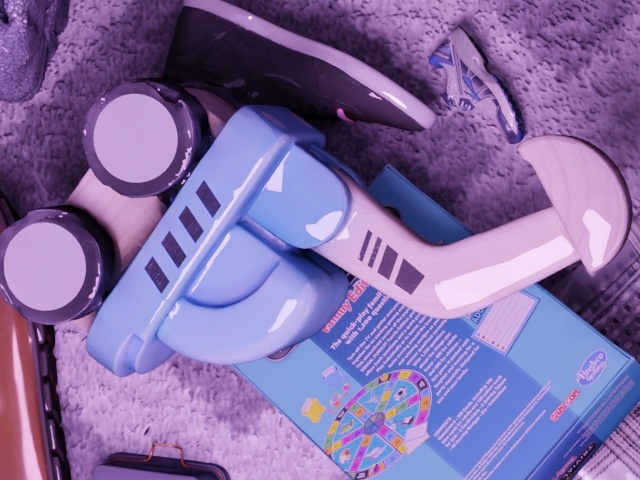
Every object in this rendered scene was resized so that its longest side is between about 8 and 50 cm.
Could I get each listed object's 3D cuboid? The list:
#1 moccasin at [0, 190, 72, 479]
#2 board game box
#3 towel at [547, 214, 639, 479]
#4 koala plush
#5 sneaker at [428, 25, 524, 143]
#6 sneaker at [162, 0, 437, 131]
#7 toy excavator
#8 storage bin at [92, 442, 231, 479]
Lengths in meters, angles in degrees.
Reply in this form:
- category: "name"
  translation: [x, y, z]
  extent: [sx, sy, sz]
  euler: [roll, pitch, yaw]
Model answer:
- category: "moccasin"
  translation: [-0.338, 0.127, 1.843]
  extent: [0.147, 0.139, 0.380]
  euler: [-8, 90, -1]
- category: "board game box"
  translation: [0.104, 0.122, 1.740]
  extent: [0.254, 0.079, 0.336]
  euler: [-49, 56, -1]
- category: "towel"
  translation: [0.361, 0.134, 1.768]
  extent: [0.312, 0.056, 0.324]
  euler: [-43, 77, 1]
- category: "koala plush"
  translation: [-0.381, -0.253, 1.876]
  extent: [0.221, 0.196, 0.203]
  euler: [9, 93, 6]
- category: "sneaker"
  translation: [0.156, -0.146, 1.850]
  extent: [0.058, 0.052, 0.135]
  euler: [-35, 70, 12]
- category: "sneaker"
  translation: [-0.034, -0.131, 1.848]
  extent: [0.296, 0.104, 0.147]
  euler: [24, 88, 17]
- category: "toy excavator"
  translation: [0.000, 0.000, 1.684]
  extent: [0.445, 0.222, 0.433]
  euler: [37, 100, 8]
- category: "storage bin"
  translation: [-0.163, 0.248, 1.812]
  extent: [0.135, 0.091, 0.098]
  euler: [6, 82, 9]
